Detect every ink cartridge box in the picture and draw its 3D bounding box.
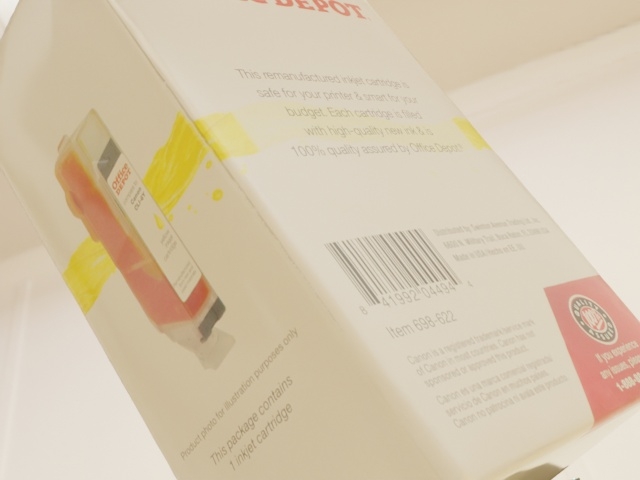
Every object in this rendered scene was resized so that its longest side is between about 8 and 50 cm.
[{"bbox_3d":[0.000,0.000,0.615,0.279,0.160,0.385,-7,-125,-50],"label":"ink cartridge box"}]

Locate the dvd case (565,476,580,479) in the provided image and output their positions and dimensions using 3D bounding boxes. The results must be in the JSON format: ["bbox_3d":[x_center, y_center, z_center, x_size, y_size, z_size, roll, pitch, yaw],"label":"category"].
[{"bbox_3d":[0.237,0.300,0.954,0.013,0.119,0.087,-3,160,-40],"label":"dvd case"}]
